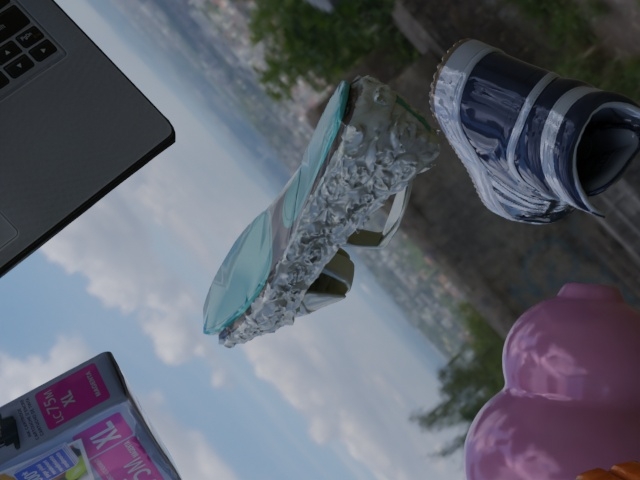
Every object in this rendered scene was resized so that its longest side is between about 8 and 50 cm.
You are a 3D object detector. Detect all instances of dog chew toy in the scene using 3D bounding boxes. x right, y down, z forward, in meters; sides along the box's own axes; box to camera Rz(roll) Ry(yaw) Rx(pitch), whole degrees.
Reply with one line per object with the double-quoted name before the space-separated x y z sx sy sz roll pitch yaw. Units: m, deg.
"dog chew toy" 0.201 0.199 0.878 0.206 0.332 0.206 6 179 0

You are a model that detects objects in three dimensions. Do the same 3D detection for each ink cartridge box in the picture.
"ink cartridge box" -0.282 0.230 0.937 0.065 0.311 0.186 58 170 36

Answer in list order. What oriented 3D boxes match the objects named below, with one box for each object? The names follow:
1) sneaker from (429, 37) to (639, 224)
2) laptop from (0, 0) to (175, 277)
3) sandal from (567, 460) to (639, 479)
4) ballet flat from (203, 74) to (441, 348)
"sneaker" 0.208 -0.061 0.930 0.153 0.099 0.282 27 175 34
"laptop" -0.334 -0.152 0.681 0.408 0.382 0.236 46 151 2
"sandal" 0.153 0.173 0.593 0.102 0.265 0.076 -56 -44 -73
"ballet flat" 0.000 0.000 1.192 0.147 0.409 0.147 18 -134 -19
